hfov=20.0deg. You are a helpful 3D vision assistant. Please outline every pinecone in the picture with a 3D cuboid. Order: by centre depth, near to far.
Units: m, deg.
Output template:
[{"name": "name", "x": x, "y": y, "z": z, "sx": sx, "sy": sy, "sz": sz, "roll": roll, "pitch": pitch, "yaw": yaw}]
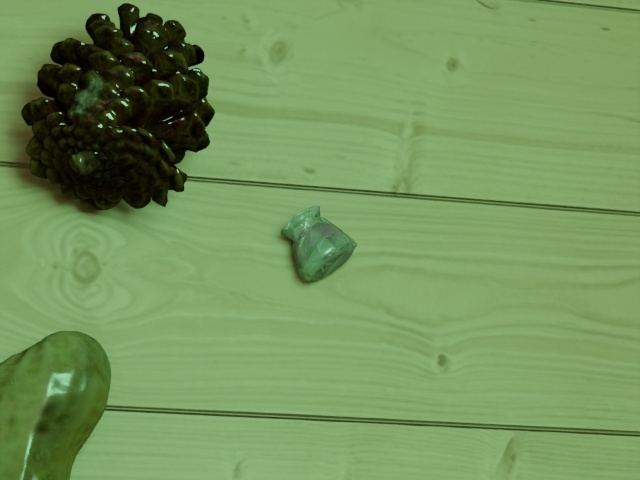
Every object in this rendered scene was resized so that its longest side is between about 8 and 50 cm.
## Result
[{"name": "pinecone", "x": -0.194, "y": -0.141, "z": 1.818, "sx": 0.186, "sy": 0.168, "sz": 0.212, "roll": 21, "pitch": 70, "yaw": -1}]

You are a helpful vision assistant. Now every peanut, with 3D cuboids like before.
[{"name": "peanut", "x": -0.290, "y": 0.205, "z": 1.709, "sx": 0.125, "sy": 0.111, "sz": 0.274, "roll": 23, "pitch": 67, "yaw": -2}]

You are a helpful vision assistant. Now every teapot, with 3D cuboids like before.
[{"name": "teapot", "x": 0.000, "y": 0.000, "z": 1.887, "sx": 0.083, "sy": 0.064, "sz": 0.064, "roll": -17, "pitch": 66, "yaw": -52}]
